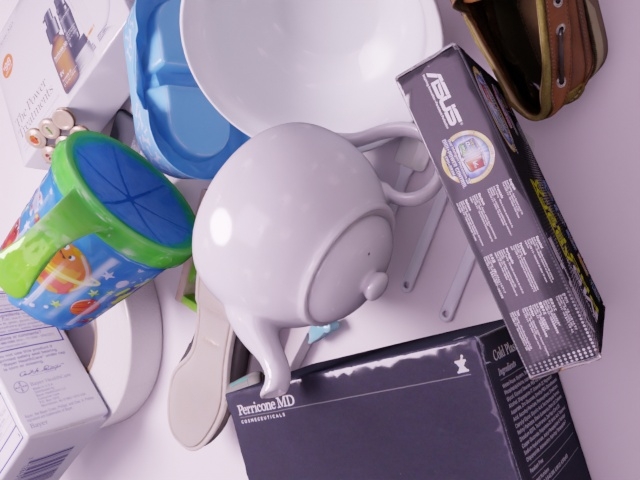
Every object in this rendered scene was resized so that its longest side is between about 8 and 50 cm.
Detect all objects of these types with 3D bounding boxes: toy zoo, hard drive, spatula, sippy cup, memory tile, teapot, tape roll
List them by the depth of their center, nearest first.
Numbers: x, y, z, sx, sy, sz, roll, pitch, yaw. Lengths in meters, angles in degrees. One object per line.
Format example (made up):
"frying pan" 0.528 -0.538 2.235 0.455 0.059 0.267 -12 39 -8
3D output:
"teapot" 0.000 0.000 0.706 0.187 0.252 0.256 32 125 28
"spatula" 0.140 -0.033 0.756 0.168 0.019 0.242 28 108 31
"sippy cup" -0.332 0.001 0.909 0.224 0.305 0.240 -41 57 16
"toy zoo" -0.090 0.061 0.922 0.293 0.030 0.192 25 107 33
"memory tile" -0.420 -0.147 1.072 0.113 0.012 0.148 -24 119 24
"hard drive" -0.316 -0.156 1.081 0.135 0.022 0.094 35 112 30
"tape roll" -0.443 0.156 1.162 0.392 0.072 0.392 2 93 36

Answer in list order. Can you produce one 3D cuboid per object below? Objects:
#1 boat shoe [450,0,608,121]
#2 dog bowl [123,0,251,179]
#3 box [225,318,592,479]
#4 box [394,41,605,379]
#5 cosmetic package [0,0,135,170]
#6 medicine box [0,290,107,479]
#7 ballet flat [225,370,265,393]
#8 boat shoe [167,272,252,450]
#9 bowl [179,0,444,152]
"boat shoe" 0.169 -0.252 0.566 0.307 0.104 0.111 54 154 -21
"dog bowl" -0.197 -0.227 0.911 0.074 0.166 0.297 -10 87 48
"box" 0.104 0.275 0.701 0.343 0.179 0.312 -20 82 35
"box" 0.179 -0.031 0.587 0.060 0.216 0.270 -26 83 24
"cosmetic package" -0.429 -0.345 1.099 0.377 0.097 0.284 -40 63 31
"medicine box" -0.549 0.277 1.110 0.263 0.149 0.289 -50 65 28
"ballet flat" -0.070 0.275 0.860 0.068 0.072 0.213 -20 107 2
"boat shoe" -0.134 0.154 0.897 0.112 0.095 0.335 29 116 28
"bowl" -0.002 -0.253 0.739 0.298 0.298 0.134 -25 34 35
